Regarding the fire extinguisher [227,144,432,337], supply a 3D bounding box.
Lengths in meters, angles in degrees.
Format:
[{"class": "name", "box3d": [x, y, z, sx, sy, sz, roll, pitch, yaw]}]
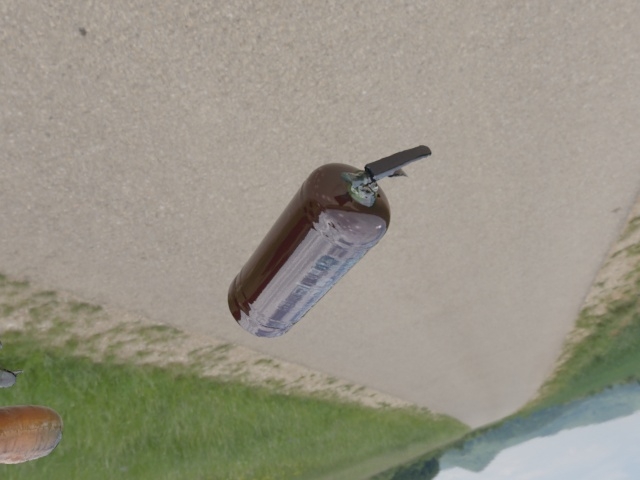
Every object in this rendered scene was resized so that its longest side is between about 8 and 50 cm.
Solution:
[{"class": "fire extinguisher", "box3d": [0.000, 0.000, 0.690, 0.135, 0.114, 0.337, -17, 158, -41]}]

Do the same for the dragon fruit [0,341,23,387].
[{"class": "dragon fruit", "box3d": [-0.543, 0.133, 0.724, 0.274, 0.192, 0.193, 28, 143, -36]}]

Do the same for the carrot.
[{"class": "carrot", "box3d": [-0.457, 0.275, 0.764, 0.087, 0.087, 0.193, -27, 157, 14]}]
